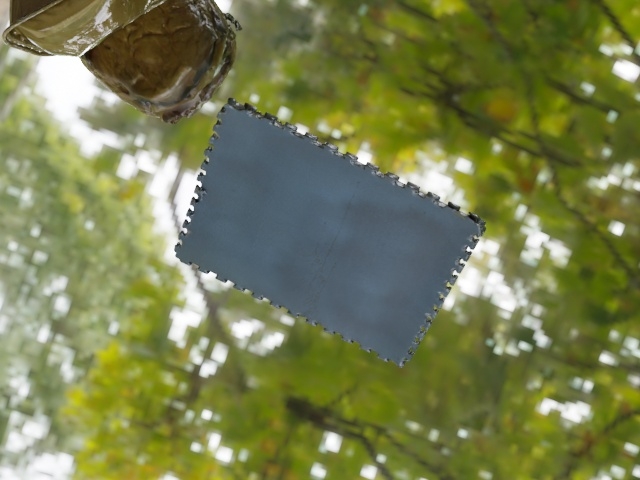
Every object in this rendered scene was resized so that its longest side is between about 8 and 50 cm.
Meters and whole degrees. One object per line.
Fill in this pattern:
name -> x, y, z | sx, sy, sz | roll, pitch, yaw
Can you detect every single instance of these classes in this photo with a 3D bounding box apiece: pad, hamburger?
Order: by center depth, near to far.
pad -> 0.000, 0.000, 1.623 | 0.012, 0.269, 0.270 | -63, 180, -37
hamburger -> -0.210, -0.256, 2.170 | 0.183, 0.206, 0.130 | -46, -174, 13

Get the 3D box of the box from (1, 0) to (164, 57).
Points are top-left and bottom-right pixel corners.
box -> -0.238, -0.241, 1.715 | 0.177, 0.111, 0.111 | -25, -136, 26
